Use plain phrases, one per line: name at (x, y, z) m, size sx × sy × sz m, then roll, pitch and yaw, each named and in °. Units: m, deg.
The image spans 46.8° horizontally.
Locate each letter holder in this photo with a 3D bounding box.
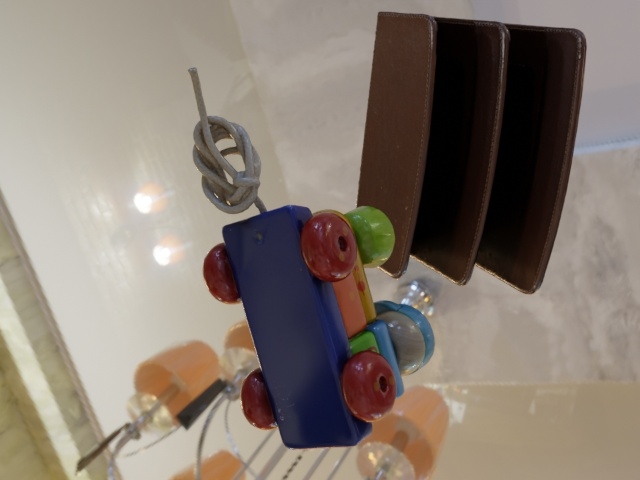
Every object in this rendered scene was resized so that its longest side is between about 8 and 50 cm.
letter holder at (0.164, -0.100, 0.856) m, size 0.214 × 0.152 × 0.302 m, roll -145°, pitch -124°, yaw -59°

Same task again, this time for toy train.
toy train at (0.000, 0.000, 0.504) m, size 0.105 × 0.143 × 0.248 m, roll -15°, pitch -89°, yaw 36°
